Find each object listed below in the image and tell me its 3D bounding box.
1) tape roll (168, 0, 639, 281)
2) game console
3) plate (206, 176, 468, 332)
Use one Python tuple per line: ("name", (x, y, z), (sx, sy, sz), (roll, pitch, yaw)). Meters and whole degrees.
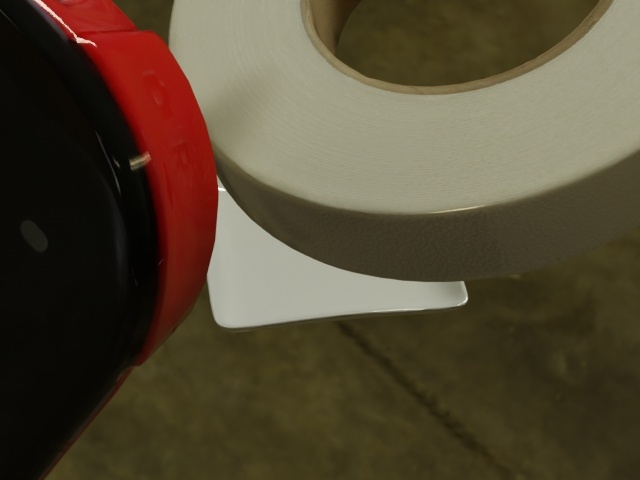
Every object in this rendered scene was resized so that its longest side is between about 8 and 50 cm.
("tape roll", (0.096, -0.148, 1.050), (0.392, 0.072, 0.392), (-10, 51, 13))
("game console", (-0.239, -0.034, 0.523), (0.386, 0.342, 0.060), (46, 28, 8))
("plate", (0.000, 0.000, 1.860), (0.277, 0.045, 0.278), (-5, 44, -10))
